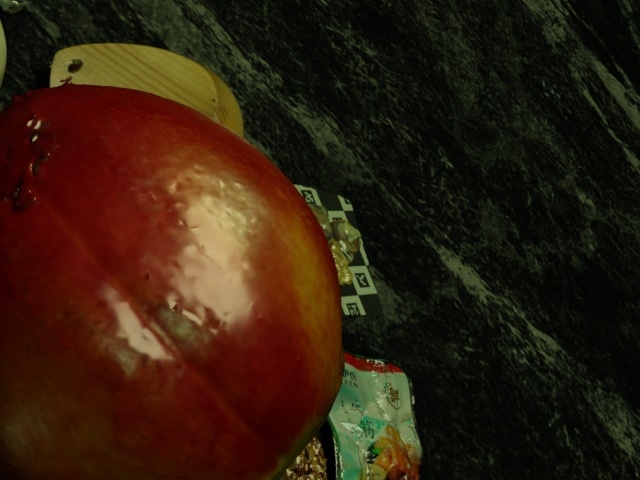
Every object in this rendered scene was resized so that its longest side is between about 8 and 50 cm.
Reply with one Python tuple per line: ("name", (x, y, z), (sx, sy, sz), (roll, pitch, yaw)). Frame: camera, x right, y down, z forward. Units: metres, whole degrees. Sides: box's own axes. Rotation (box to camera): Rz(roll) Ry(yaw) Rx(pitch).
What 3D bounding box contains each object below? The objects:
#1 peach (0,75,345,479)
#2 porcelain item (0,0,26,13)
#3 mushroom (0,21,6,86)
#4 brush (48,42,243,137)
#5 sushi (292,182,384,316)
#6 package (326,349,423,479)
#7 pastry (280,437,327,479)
("peach", (-0.159, 0.050, 0.957), (0.370, 0.370, 0.370), (29, 44, -32))
("porcelain item", (-0.378, -0.267, 1.227), (0.136, 0.021, 0.075), (-26, 84, -53))
("mushroom", (-0.385, -0.130, 0.980), (0.260, 0.253, 0.234), (-100, -175, -58))
("brush", (-0.175, -0.101, 1.231), (0.266, 0.174, 0.166), (40, -11, 34))
("sushi", (0.000, 0.000, 1.431), (0.210, 0.040, 0.193), (10, 56, -45))
("package", (0.066, 0.230, 1.332), (0.166, 0.040, 0.232), (21, 47, -37))
("pastry", (-0.037, 0.226, 1.164), (0.063, 0.087, 0.169), (67, 0, -74))
